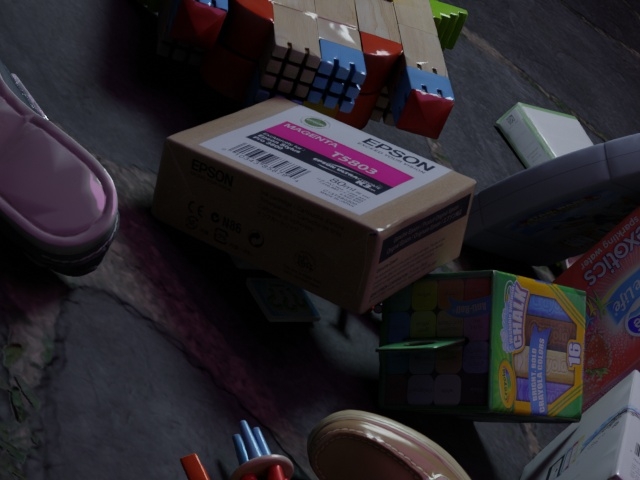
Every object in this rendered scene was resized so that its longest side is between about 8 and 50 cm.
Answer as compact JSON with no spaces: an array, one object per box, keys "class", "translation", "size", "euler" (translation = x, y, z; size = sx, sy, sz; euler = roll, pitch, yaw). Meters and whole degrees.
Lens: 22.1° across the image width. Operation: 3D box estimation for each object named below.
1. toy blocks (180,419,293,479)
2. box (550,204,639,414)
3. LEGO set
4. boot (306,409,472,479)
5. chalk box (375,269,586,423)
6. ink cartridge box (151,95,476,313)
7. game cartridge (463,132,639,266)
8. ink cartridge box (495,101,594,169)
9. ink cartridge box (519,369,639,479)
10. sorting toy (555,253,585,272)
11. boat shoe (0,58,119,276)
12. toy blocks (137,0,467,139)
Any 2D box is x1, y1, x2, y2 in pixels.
[{"class":"toy blocks","translation":[-0.061,0.194,1.229],"size":[0.123,0.054,0.148],"euler":[21,33,-42]},{"class":"box","translation":[0.389,0.063,1.837],"size":[0.142,0.300,0.154],"euler":[18,36,-48]},{"class":"LEGO set","translation":[0.000,0.000,1.625],"size":[0.244,0.060,0.182],"euler":[5,45,-50]},{"class":"boot","translation":[0.077,0.267,1.288],"size":[0.262,0.095,0.203],"euler":[46,25,-7]},{"class":"chalk box","translation":[0.140,0.099,1.541],"size":[0.213,0.132,0.132],"euler":[14,76,-50]},{"class":"ink cartridge box","translation":[-0.004,-0.039,1.505],"size":[0.234,0.088,0.193],"euler":[24,28,24]},{"class":"game cartridge","translation":[0.308,-0.044,1.910],"size":[0.198,0.297,0.062],"euler":[10,65,-48]},{"class":"ink cartridge box","translation":[0.370,-0.088,2.346],"size":[0.171,0.056,0.235],"euler":[7,47,-53]},{"class":"ink cartridge box","translation":[0.282,0.268,1.506],"size":[0.171,0.168,0.233],"euler":[44,24,-1]},{"class":"sorting toy","translation":[0.329,0.037,2.106],"size":[0.083,0.045,0.075],"euler":[17,43,-47]},{"class":"boat shoe","translation":[-0.282,-0.092,1.328],"size":[0.319,0.116,0.099],"euler":[44,-20,16]},{"class":"toy blocks","translation":[-0.022,-0.200,1.709],"size":[0.381,0.191,0.261],"euler":[16,32,-14]}]
